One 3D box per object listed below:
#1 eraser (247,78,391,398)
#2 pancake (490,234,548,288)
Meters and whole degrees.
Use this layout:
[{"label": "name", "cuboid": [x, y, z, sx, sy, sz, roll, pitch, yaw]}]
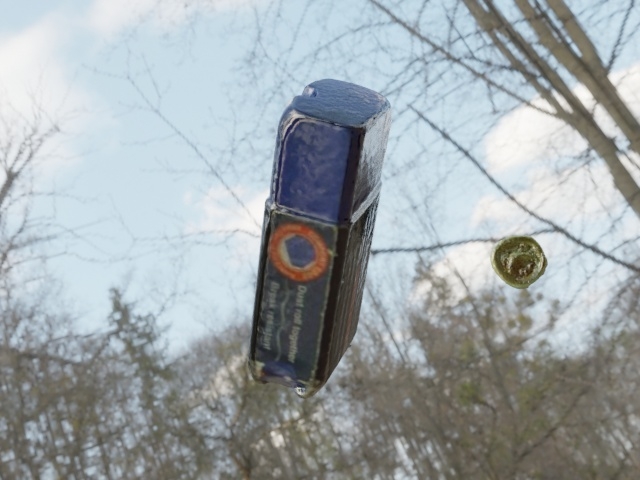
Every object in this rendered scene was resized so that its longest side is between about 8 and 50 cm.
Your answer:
[{"label": "eraser", "cuboid": [0.000, 0.000, 0.980, 0.155, 0.101, 0.332, -50, -27, -59]}, {"label": "pancake", "cuboid": [0.369, 0.036, 1.667, 0.108, 0.108, 0.017, -22, -10, -7]}]
